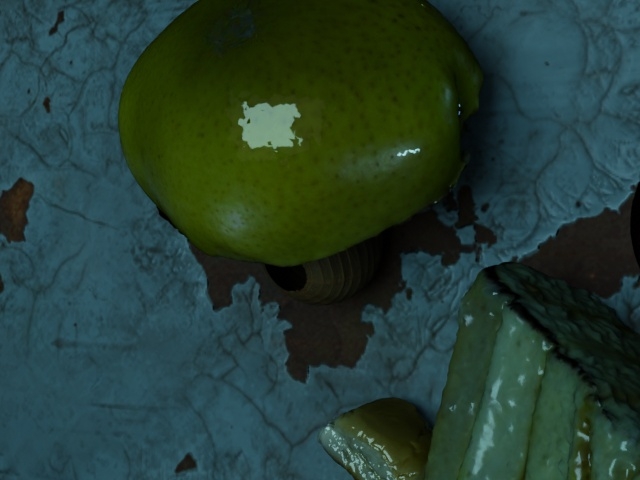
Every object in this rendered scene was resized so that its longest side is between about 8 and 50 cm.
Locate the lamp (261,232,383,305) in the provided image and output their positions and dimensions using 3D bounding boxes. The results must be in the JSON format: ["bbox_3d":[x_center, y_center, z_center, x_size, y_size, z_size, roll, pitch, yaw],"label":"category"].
[{"bbox_3d":[0.000,0.000,1.566,0.136,0.136,0.136,-2,86,32],"label":"lamp"}]

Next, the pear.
[{"bbox_3d":[-0.046,-0.158,1.490,0.386,0.191,0.340,-4,52,28],"label":"pear"}]

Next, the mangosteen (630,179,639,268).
[{"bbox_3d":[0.395,-0.006,1.268,0.265,0.228,0.228,38,107,18],"label":"mangosteen"}]

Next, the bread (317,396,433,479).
[{"bbox_3d":[0.073,0.213,1.524,0.125,0.106,0.082,45,111,24],"label":"bread"}]

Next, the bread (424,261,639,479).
[{"bbox_3d":[0.231,0.225,1.327,0.264,0.239,0.395,-62,38,18],"label":"bread"}]
